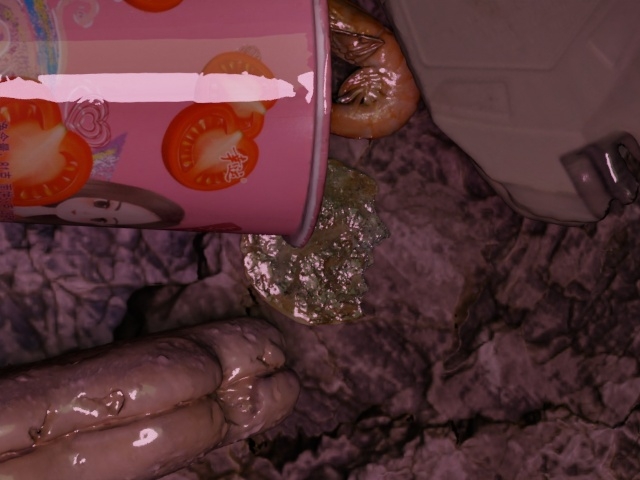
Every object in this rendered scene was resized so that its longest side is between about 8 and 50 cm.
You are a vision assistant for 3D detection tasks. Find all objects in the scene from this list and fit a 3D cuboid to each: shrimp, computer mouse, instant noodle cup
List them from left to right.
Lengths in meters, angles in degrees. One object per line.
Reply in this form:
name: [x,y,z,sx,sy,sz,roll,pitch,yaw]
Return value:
instant noodle cup: [-0.127,-0.113,0.888,0.231,0.243,0.242,-1,85,-12]
shrimp: [0.007,-0.141,1.035,0.162,0.045,0.095,34,96,-17]
computer mouse: [0.150,-0.222,0.994,0.145,0.228,0.428,-30,95,-61]

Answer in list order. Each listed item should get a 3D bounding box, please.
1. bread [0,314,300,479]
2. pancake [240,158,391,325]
bread: [-0.168,0.125,0.874,0.337,0.183,0.101,-14,92,-17]
pancake: [-0.005,-0.001,1.019,0.116,0.022,0.129,20,79,-13]
